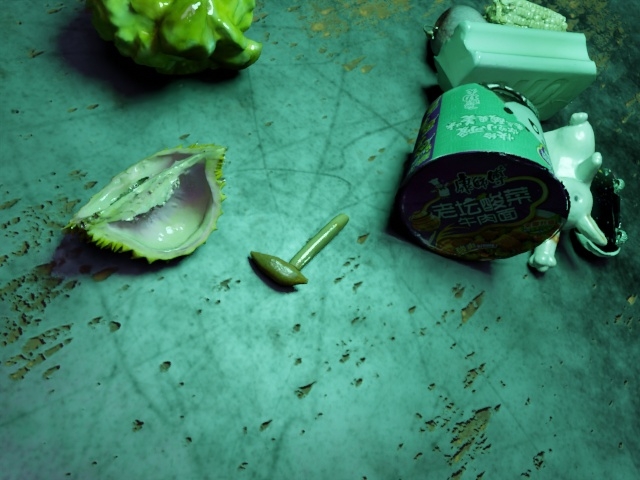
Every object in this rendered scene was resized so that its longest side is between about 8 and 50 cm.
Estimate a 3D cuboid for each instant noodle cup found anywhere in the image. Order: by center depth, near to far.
[{"bbox_3d":[0.250,-0.114,0.828,0.251,0.251,0.190,21,54,-11],"label":"instant noodle cup"}]

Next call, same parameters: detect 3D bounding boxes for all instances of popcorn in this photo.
[{"bbox_3d":[-0.201,-0.346,0.781,0.251,0.206,0.236,41,42,-19],"label":"popcorn"}]

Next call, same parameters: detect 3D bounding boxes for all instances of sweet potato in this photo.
[{"bbox_3d":[-0.062,0.042,0.752,0.095,0.034,0.034,26,61,4],"label":"sweet potato"}]

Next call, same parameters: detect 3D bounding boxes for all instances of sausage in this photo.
[{"bbox_3d":[0.000,0.000,0.798,0.024,0.024,0.132,44,61,2],"label":"sausage"}]

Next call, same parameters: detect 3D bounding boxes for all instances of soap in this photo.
[{"bbox_3d":[0.351,-0.306,0.976,0.290,0.173,0.095,-4,69,-22],"label":"soap"}]

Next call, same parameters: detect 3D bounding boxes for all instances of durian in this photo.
[{"bbox_3d":[-0.217,-0.055,0.683,0.165,0.132,0.182,22,72,3],"label":"durian"}]

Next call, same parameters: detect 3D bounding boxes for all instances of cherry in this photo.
[{"bbox_3d":[0.274,-0.373,0.997,0.148,0.115,0.188,58,21,-26],"label":"cherry"}]

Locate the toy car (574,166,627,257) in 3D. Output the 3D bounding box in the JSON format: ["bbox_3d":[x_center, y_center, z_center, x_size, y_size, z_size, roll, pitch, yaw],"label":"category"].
[{"bbox_3d":[0.528,-0.060,1.001,0.095,0.056,0.204,18,66,-12],"label":"toy car"}]

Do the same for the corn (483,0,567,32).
[{"bbox_3d":[0.461,-0.478,1.145,0.211,0.087,0.087,5,66,-17],"label":"corn"}]

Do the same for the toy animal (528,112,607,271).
[{"bbox_3d":[0.426,-0.093,0.928,0.138,0.141,0.282,50,44,-42],"label":"toy animal"}]
